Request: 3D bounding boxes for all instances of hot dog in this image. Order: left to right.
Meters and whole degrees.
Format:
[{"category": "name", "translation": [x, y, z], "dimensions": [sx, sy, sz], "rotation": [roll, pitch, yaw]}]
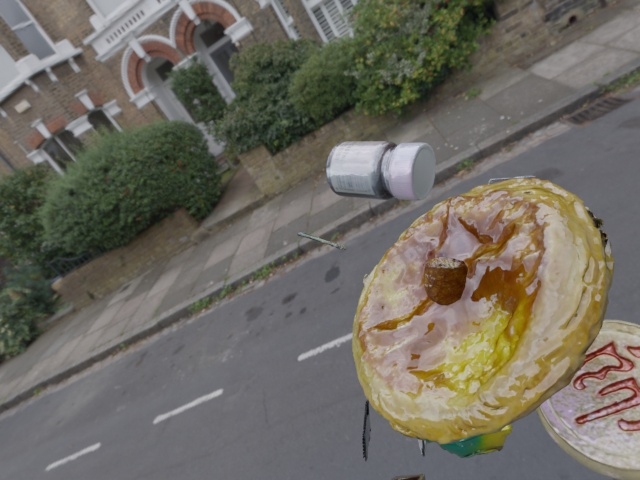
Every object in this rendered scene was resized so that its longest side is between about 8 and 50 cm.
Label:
[{"category": "hot dog", "translation": [0.172, 0.053, 0.578], "dimensions": [0.058, 0.083, 0.035], "rotation": [6, 43, 14]}]

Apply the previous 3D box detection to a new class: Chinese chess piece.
[{"category": "Chinese chess piece", "translation": [0.526, 0.277, 0.745], "dimensions": [0.270, 0.112, 0.270], "rotation": [-18, 53, 26]}]

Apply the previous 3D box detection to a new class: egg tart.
[{"category": "egg tart", "translation": [0.239, 0.102, 0.666], "dimensions": [0.443, 0.178, 0.443], "rotation": [-43, 24, 25]}]

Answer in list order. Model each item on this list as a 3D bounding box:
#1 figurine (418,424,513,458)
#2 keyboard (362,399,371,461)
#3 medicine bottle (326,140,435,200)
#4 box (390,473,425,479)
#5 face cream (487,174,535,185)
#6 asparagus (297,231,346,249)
[{"category": "figurine", "translation": [0.539, 0.703, 1.597], "dimensions": [0.340, 0.232, 0.323], "rotation": [-7, -7, 3]}, {"category": "keyboard", "translation": [0.115, 0.468, 1.058], "dimensions": [0.015, 0.074, 0.196], "rotation": [-7, 4, 9]}, {"category": "medicine bottle", "translation": [0.165, -0.195, 1.169], "dimensions": [0.273, 0.165, 0.165], "rotation": [9, 45, 37]}, {"category": "box", "translation": [0.152, 0.514, 0.729], "dimensions": [0.071, 0.240, 0.159], "rotation": [-16, 65, 15]}, {"category": "face cream", "translation": [0.409, -0.090, 0.978], "dimensions": [0.092, 0.244, 0.058], "rotation": [-5, 70, 4]}, {"category": "asparagus", "translation": [0.000, 0.000, 1.037], "dimensions": [0.166, 0.016, 0.013], "rotation": [17, 81, 41]}]
